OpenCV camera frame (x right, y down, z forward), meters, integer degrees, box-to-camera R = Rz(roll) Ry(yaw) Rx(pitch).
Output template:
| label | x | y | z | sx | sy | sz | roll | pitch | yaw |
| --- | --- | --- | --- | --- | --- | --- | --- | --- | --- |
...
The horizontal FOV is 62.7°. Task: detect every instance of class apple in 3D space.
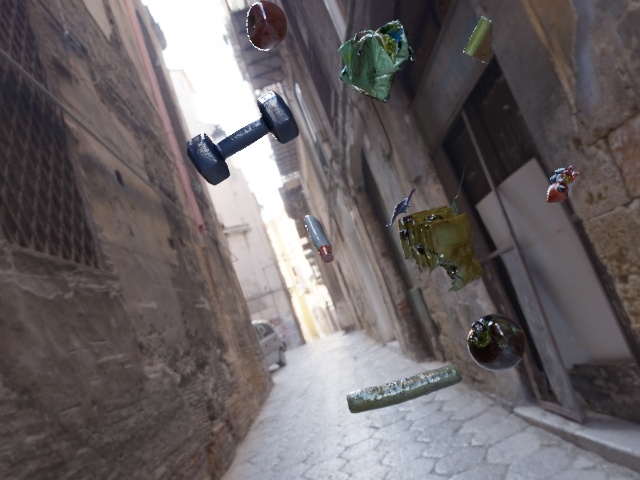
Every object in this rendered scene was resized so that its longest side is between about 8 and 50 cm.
| label | x | y | z | sx | sy | sz | roll | pitch | yaw |
| --- | --- | --- | --- | --- | --- | --- | --- | --- | --- |
| apple | -0.178 | -0.716 | 1.754 | 0.120 | 0.153 | 0.153 | -7 | -15 | -30 |

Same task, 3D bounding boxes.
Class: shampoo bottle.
| label | x | y | z | sx | sy | sz | roll | pitch | yaw |
| --- | --- | --- | --- | --- | --- | --- | --- | --- | --- |
| shampoo bottle | 0.000 | 0.000 | 1.834 | 0.051 | 0.221 | 0.108 | -32 | -54 | 6 |

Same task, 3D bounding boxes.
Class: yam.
| label | x | y | z | sx | sy | sz | roll | pitch | yaw |
| --- | --- | --- | --- | --- | --- | --- | --- | --- | --- |
| yam | 0.267 | 0.478 | 1.682 | 0.371 | 0.083 | 0.083 | -16 | -9 | 3 |

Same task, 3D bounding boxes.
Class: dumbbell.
| label | x | y | z | sx | sy | sz | roll | pitch | yaw |
| --- | --- | --- | --- | --- | --- | --- | --- | --- | --- |
| dumbbell | -0.227 | -0.300 | 1.542 | 0.325 | 0.144 | 0.160 | -30 | -30 | 1 |

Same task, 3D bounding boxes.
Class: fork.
| label | x | y | z | sx | sy | sz | roll | pitch | yaw |
| --- | --- | --- | --- | --- | --- | --- | --- | --- | --- |
| fork | 0.464 | -0.169 | 1.774 | 0.039 | 0.021 | 0.235 | -52 | -28 | -34 |

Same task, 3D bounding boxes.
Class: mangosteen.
| label | x | y | z | sx | sy | sz | roll | pitch | yaw |
| --- | --- | --- | --- | --- | --- | --- | --- | --- | --- |
| mangosteen | 0.667 | 0.383 | 2.062 | 0.289 | 0.231 | 0.231 | 34 | -44 | -29 |

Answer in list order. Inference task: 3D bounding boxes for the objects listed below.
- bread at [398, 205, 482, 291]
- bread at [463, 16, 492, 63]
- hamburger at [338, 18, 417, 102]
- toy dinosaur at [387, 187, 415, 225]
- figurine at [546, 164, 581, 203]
| label | x | y | z | sx | sy | sz | roll | pitch | yaw |
| --- | --- | --- | --- | --- | --- | --- | --- | --- | --- |
| bread | 0.520 | 0.032 | 2.197 | 0.314 | 0.370 | 0.191 | -17 | -7 | -31 |
| bread | 0.604 | -0.736 | 1.932 | 0.084 | 0.074 | 0.139 | 10 | -63 | -29 |
| hamburger | 0.175 | -0.623 | 1.779 | 0.150 | 0.260 | 0.276 | 6 | -51 | -39 |
| toy dinosaur | 0.343 | -0.138 | 2.222 | 0.197 | 0.045 | 0.080 | -54 | -22 | 5 |
| figurine | 0.817 | -0.186 | 1.790 | 0.140 | 0.068 | 0.075 | -55 | 17 | -9 |
